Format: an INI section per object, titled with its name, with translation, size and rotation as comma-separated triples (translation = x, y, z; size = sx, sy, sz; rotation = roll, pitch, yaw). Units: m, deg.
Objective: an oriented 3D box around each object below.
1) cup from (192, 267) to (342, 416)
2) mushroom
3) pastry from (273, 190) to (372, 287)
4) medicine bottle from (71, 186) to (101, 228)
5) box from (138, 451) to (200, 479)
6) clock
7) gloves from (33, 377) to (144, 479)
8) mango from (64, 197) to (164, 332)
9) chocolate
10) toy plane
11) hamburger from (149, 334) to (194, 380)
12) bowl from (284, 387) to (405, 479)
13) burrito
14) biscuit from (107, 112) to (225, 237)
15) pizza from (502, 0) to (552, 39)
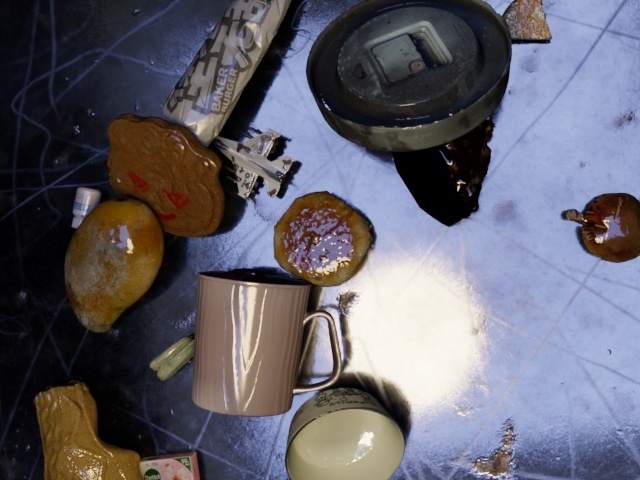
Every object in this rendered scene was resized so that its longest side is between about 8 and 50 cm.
[cup]
translation = -0.114, 0.198, 1.716
size = 0.288, 0.208, 0.273
rotation = 5, 92, -28
[mushroom]
translation = 0.553, -0.030, 1.644
size = 0.170, 0.080, 0.135
rotation = 14, 83, 6
[pastry]
translation = 0.000, 0.000, 1.726
size = 0.192, 0.093, 0.182
rotation = 34, 90, 9
[medicine bottle]
translation = -0.503, -0.068, 1.840
size = 0.052, 0.052, 0.089
rotation = 13, 93, 10
[box]
translation = -0.321, 0.501, 1.816
size = 0.125, 0.043, 0.089
rotation = -10, 88, 9
[clock]
translation = 0.166, -0.326, 1.609
size = 0.386, 0.076, 0.386
rotation = -8, 52, 10
[gloves]
translation = -0.489, 0.460, 1.774
size = 0.203, 0.155, 0.356
rotation = -38, 82, 41
[mango]
translation = -0.435, 0.053, 1.789
size = 0.193, 0.146, 0.316
rotation = 32, 116, 9
[chocolate]
translation = 0.276, -0.158, 1.651
size = 0.177, 0.224, 0.206
rotation = -30, 84, -14
[toy plane]
translation = -0.154, -0.174, 1.774
size = 0.234, 0.082, 0.160
rotation = 33, 106, 23
[hamburger]
translation = -0.305, 0.242, 1.792
size = 0.121, 0.084, 0.054
rotation = -38, 83, 6
[bowl]
translation = 0.038, 0.384, 1.689
size = 0.237, 0.126, 0.238
rotation = -5, 118, -10
[burrito]
translation = -0.176, -0.389, 1.741
size = 0.139, 0.101, 0.445
rotation = 31, 90, 34
[biscuit]
translation = -0.317, -0.126, 1.745
size = 0.273, 0.049, 0.257
rotation = 21, 129, 14
[pizza]
translation = 0.408, -0.423, 1.693
size = 0.108, 0.026, 0.123
rotation = 39, 94, 5
